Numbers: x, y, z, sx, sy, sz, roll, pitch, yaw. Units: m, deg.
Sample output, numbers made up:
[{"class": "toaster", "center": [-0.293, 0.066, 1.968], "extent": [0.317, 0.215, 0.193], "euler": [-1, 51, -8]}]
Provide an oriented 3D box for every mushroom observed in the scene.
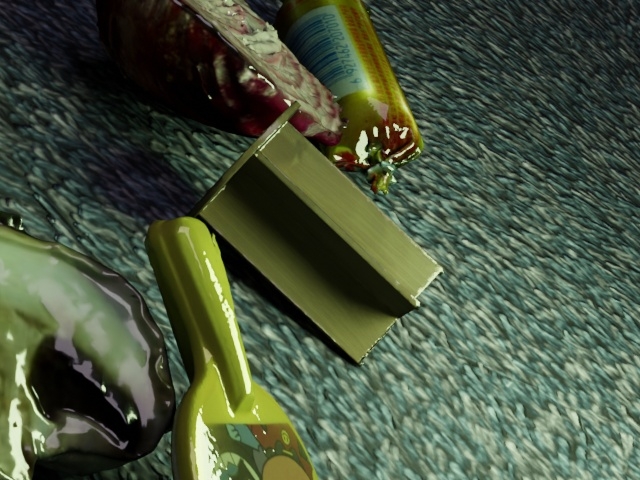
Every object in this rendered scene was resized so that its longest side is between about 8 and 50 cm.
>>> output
[{"class": "mushroom", "center": [-0.280, 0.094, 1.474], "extent": [0.344, 0.130, 0.247], "euler": [5, 59, -39]}]

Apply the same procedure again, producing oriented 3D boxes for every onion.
[{"class": "onion", "center": [-0.118, -0.183, 2.029], "extent": [0.280, 0.146, 0.314], "euler": [51, 12, 27]}]

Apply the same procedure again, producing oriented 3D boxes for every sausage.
[{"class": "sausage", "center": [0.039, -0.160, 2.201], "extent": [0.125, 0.117, 0.317], "euler": [10, 39, -27]}]

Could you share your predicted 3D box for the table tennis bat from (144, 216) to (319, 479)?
[{"class": "table tennis bat", "center": [-0.065, 0.152, 1.529], "extent": [0.224, 0.054, 0.368], "euler": [8, 61, -64]}]

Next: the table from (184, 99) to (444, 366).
[{"class": "table", "center": [0.000, 0.000, 1.891], "extent": [0.227, 0.167, 0.167], "euler": [44, 28, -2]}]
